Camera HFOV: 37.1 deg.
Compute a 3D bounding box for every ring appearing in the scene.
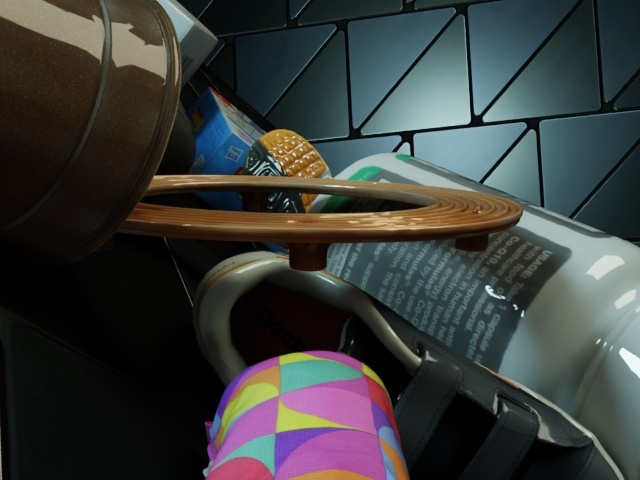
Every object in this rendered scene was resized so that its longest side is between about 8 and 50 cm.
[{"bbox_3d":[-0.030,-0.018,0.665,0.336,0.032,0.336,2,9,0],"label":"ring"}]

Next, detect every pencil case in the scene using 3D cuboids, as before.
[{"bbox_3d":[-0.008,0.121,0.390,0.104,0.104,0.236,40,5,-7],"label":"pencil case"}]

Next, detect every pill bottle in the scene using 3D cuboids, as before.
[{"bbox_3d":[0.156,0.070,0.798,0.361,0.204,0.204,28,-3,43],"label":"pill bottle"}]

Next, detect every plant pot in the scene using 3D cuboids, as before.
[{"bbox_3d":[-0.189,-0.086,0.491,0.165,0.167,0.167,21,20,-46],"label":"plant pot"}]

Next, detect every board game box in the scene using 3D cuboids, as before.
[{"bbox_3d":[-0.044,-0.053,1.262,0.302,0.086,0.308,37,8,-21],"label":"board game box"}]

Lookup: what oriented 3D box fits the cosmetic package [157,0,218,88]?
[{"bbox_3d":[-0.321,-0.324,1.190,0.365,0.155,0.197,40,7,-1],"label":"cosmetic package"}]

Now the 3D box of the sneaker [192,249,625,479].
[{"bbox_3d":[0.052,0.118,0.602,0.321,0.126,0.127,30,1,7],"label":"sneaker"}]

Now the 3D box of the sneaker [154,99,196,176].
[{"bbox_3d":[-0.215,-0.111,0.761,0.286,0.109,0.130,30,24,-37],"label":"sneaker"}]

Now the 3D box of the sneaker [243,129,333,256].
[{"bbox_3d":[0.000,0.000,1.065,0.262,0.099,0.121,61,2,11],"label":"sneaker"}]
